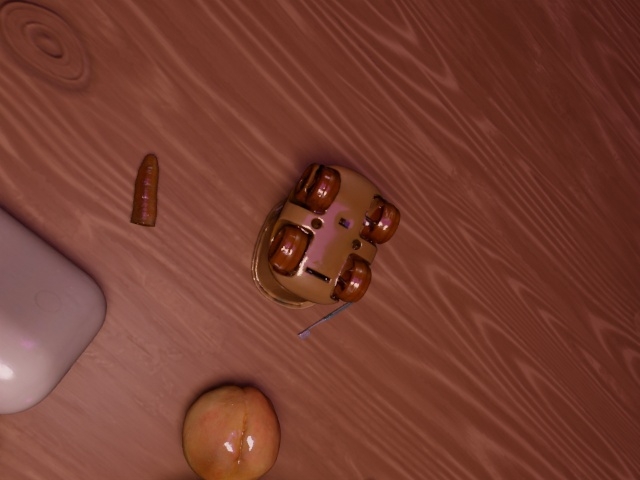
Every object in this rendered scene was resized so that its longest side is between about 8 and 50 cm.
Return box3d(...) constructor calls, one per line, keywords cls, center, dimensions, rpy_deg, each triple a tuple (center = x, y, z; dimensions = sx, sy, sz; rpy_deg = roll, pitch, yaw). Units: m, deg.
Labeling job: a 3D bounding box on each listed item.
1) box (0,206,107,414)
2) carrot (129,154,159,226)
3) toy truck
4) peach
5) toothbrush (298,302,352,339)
box3d(cls="box", center=(-0.514, 0.080, 0.814), dimensions=(0.349, 0.288, 0.141), rpy_deg=(41, 115, -14))
box3d(cls="carrot", center=(-0.330, -0.096, 1.016), dimensions=(0.048, 0.048, 0.139), rpy_deg=(5, 81, -21))
box3d(cls="toy truck", center=(0.000, 0.000, 1.049), dimensions=(0.204, 0.211, 0.288), rpy_deg=(27, 80, -18))
box3d(cls="peach", center=(-0.158, 0.353, 0.974), dimensions=(0.184, 0.184, 0.184), rpy_deg=(2, 85, -21))
box3d(cls="toothbrush", center=(0.023, 0.163, 1.149), dimensions=(0.167, 0.011, 0.014), rpy_deg=(-30, 101, -21))
